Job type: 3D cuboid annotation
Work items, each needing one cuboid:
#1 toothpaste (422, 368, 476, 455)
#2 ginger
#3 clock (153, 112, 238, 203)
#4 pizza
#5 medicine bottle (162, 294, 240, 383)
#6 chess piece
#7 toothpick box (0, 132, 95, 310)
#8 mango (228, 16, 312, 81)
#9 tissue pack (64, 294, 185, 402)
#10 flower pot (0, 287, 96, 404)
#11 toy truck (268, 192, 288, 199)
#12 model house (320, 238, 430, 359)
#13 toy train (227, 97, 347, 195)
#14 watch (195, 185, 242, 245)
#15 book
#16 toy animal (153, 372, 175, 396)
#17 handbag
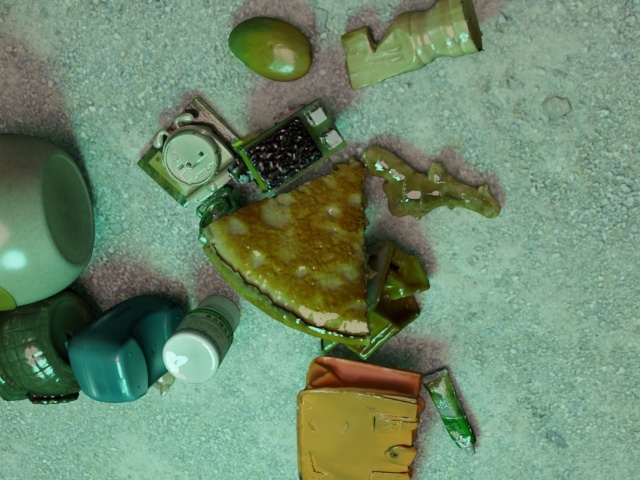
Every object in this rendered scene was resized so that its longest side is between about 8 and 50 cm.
[{"bbox_3d":[0.332,0.436,1.910,0.078,0.047,0.248,-23,103,15],"label":"toothpaste"},{"bbox_3d":[0.244,-0.112,1.707,0.333,0.081,0.148,12,96,5],"label":"ginger"},{"bbox_3d":[-0.294,-0.192,1.753,0.151,0.062,0.191,-35,103,19],"label":"clock"},{"bbox_3d":[0.000,0.000,1.673,0.440,0.130,0.406,32,71,12],"label":"pizza"},{"bbox_3d":[-0.279,0.232,1.839,0.139,0.237,0.139,4,110,10],"label":"medicine bottle"},{"bbox_3d":[0.182,-0.412,1.593,0.300,0.137,0.137,-16,107,27],"label":"chess piece"},{"bbox_3d":[-0.774,-0.039,1.729,0.425,0.409,0.409,-10,108,6],"label":"toothpick box"},{"bbox_3d":[-0.110,-0.417,1.651,0.194,0.092,0.130,15,114,14],"label":"mango"},{"bbox_3d":[-0.475,0.261,1.862,0.206,0.287,0.198,2,114,27],"label":"tissue pack"},{"bbox_3d":[-0.689,0.268,1.907,0.213,0.302,0.302,-15,107,19],"label":"flower pot"},{"bbox_3d":[-0.055,-0.033,1.786,0.100,0.077,0.169,-18,105,19],"label":"toy truck"},{"bbox_3d":[0.149,0.152,1.772,0.239,0.173,0.268,29,118,-36],"label":"model house"},{"bbox_3d":[-0.078,-0.205,1.651,0.261,0.177,0.134,-34,102,-9],"label":"toy train"},{"bbox_3d":[-0.200,-0.034,1.794,0.131,0.165,0.152,-36,125,19],"label":"watch"},{"bbox_3d":[-0.307,-0.205,1.797,0.160,0.024,0.228,44,111,-10],"label":"book"},{"bbox_3d":[-0.443,0.362,2.002,0.150,0.089,0.083,-16,110,25],"label":"toy animal"},{"bbox_3d":[0.095,0.480,1.879,0.303,0.116,0.410,8,127,9],"label":"handbag"}]
